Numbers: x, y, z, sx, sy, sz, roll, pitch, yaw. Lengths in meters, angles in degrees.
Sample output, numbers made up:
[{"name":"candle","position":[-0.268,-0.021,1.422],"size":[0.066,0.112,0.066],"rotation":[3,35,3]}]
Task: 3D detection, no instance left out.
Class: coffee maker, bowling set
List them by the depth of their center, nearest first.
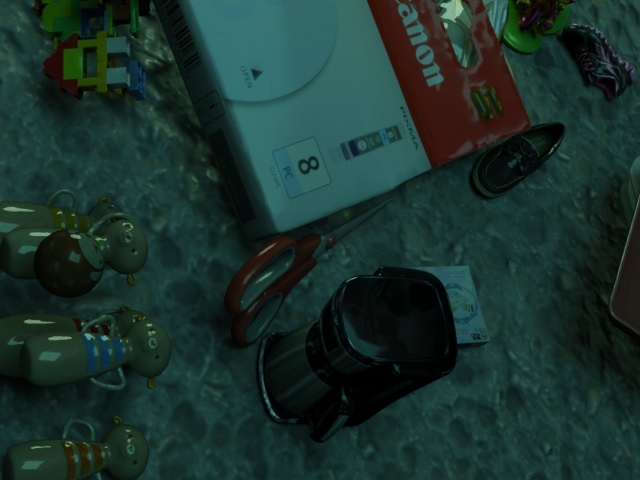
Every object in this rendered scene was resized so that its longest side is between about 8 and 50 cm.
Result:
[{"name":"bowling set","position":[-0.184,0.063,1.017],"size":[0.154,0.200,0.287],"rotation":[-3,72,-33]},{"name":"coffee maker","position":[0.050,0.098,1.141],"size":[0.171,0.178,0.120],"rotation":[-20,78,-36]}]

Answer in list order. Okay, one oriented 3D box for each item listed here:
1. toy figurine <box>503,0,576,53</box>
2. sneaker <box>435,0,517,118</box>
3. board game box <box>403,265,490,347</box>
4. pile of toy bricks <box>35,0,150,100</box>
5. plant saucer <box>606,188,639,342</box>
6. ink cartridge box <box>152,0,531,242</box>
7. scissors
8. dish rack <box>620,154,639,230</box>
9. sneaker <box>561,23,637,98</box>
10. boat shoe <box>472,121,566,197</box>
[{"name":"toy figurine","position":[0.304,-0.341,1.526],"size":[0.130,0.159,0.173],"rotation":[31,55,-13]},{"name":"sneaker","position":[0.155,-0.250,1.436],"size":[0.121,0.099,0.262],"rotation":[7,62,-23]},{"name":"board game box","position":[0.131,0.072,1.302],"size":[0.090,0.020,0.090],"rotation":[-1,67,-30]},{"name":"pile of toy bricks","position":[-0.234,-0.230,1.205],"size":[0.105,0.118,0.212],"rotation":[-4,77,5]},{"name":"plant saucer","position":[0.442,0.060,1.388],"size":[0.258,0.048,0.259],"rotation":[33,53,-11]},{"name":"ink cartridge box","position":[0.043,-0.205,1.269],"size":[0.385,0.091,0.308],"rotation":[-22,92,-25]},{"name":"scissors","position":[0.000,0.000,1.213],"size":[0.021,0.109,0.297],"rotation":[28,47,24]},{"name":"dish rack","position":[0.502,0.058,1.497],"size":[0.286,0.072,0.332],"rotation":[2,65,-29]},{"name":"sneaker","position":[0.358,-0.232,1.580],"size":[0.119,0.047,0.057],"rotation":[41,64,-5]},{"name":"boat shoe","position":[0.236,-0.103,1.434],"size":[0.056,0.049,0.152],"rotation":[50,52,0]}]
